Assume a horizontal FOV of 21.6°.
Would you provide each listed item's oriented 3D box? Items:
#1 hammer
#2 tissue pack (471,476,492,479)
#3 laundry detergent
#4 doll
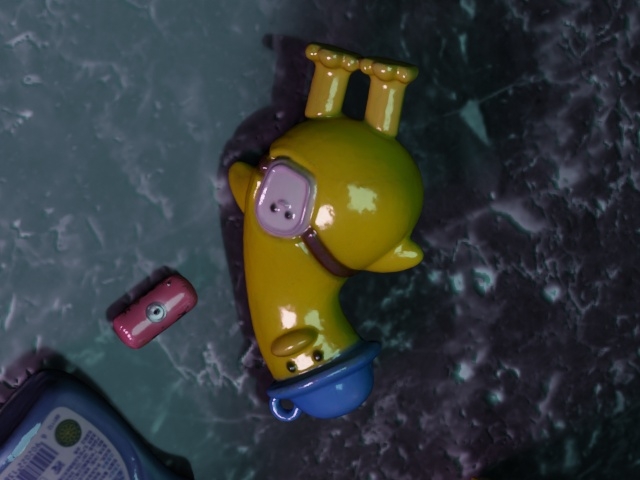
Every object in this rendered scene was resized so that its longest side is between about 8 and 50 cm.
[{"bbox_3d":[-0.153,0.066,1.553,0.083,0.043,0.043,-36,109,-7],"label":"hammer"},{"bbox_3d":[0.229,0.457,1.625,0.293,0.228,0.382,22,87,-9],"label":"tissue pack"},{"bbox_3d":[-0.187,0.253,1.557,0.290,0.094,0.143,44,79,-23],"label":"laundry detergent"},{"bbox_3d":[0.000,0.000,1.554,0.199,0.145,0.363,18,107,19],"label":"doll"}]
